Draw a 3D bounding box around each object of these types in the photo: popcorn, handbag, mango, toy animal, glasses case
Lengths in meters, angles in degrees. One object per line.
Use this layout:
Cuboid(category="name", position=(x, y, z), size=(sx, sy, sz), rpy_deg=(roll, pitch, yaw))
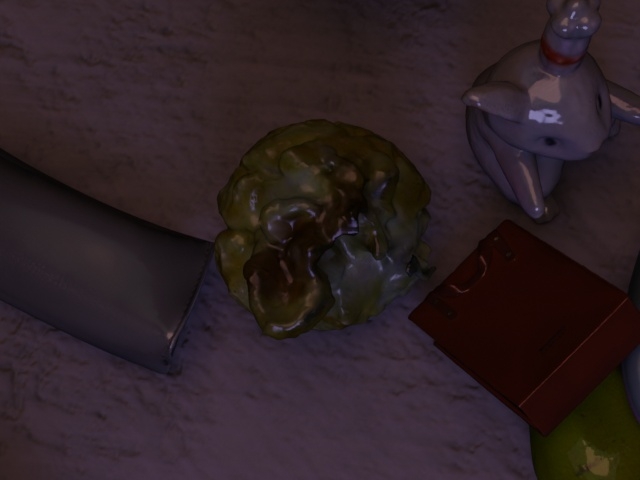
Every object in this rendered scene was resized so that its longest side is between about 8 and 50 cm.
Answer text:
Cuboid(category="popcorn", position=(0.000, 0.000, 1.334), size=(0.198, 0.212, 0.198), rpy_deg=(6, 115, 13))
Cuboid(category="handbag", position=(0.169, 0.067, 1.313), size=(0.127, 0.063, 0.190), rpy_deg=(-44, 32, -4))
Cuboid(category="mango", position=(0.232, 0.156, 1.313), size=(0.117, 0.089, 0.163), rpy_deg=(-6, 73, 6))
Cuboid(category="toy animal", position=(0.192, -0.103, 1.306), size=(0.140, 0.282, 0.138), rpy_deg=(-44, 88, -3))
Cuboid(category="glasses case", position=(-0.238, 0.008, 1.427), size=(0.308, 0.083, 0.128), rpy_deg=(25, 73, 14))

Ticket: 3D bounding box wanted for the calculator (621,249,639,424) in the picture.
Cuboid(category="calculator", position=(0.348, 0.054, 1.315), size=(0.185, 0.041, 0.299), rpy_deg=(26, 65, -3))
